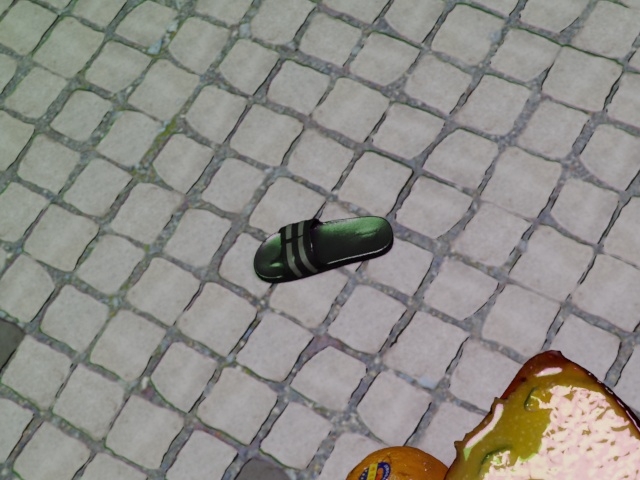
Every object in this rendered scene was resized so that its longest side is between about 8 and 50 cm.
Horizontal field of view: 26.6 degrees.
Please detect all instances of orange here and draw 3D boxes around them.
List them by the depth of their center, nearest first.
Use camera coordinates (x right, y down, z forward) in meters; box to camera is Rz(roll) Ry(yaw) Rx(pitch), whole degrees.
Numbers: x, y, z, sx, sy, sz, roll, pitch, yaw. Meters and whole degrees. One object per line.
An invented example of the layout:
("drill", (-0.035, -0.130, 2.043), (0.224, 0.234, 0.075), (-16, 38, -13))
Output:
("orange", (0.089, 0.294, 1.476), (0.135, 0.117, 0.135), (-29, 21, 13))

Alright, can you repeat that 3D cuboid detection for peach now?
("peach", (0.239, 0.305, 1.393), (0.257, 0.201, 0.362), (-2, 67, 12))

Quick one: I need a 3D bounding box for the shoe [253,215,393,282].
("shoe", (0.000, 0.000, 1.674), (0.179, 0.049, 0.071), (-12, 62, 5))
